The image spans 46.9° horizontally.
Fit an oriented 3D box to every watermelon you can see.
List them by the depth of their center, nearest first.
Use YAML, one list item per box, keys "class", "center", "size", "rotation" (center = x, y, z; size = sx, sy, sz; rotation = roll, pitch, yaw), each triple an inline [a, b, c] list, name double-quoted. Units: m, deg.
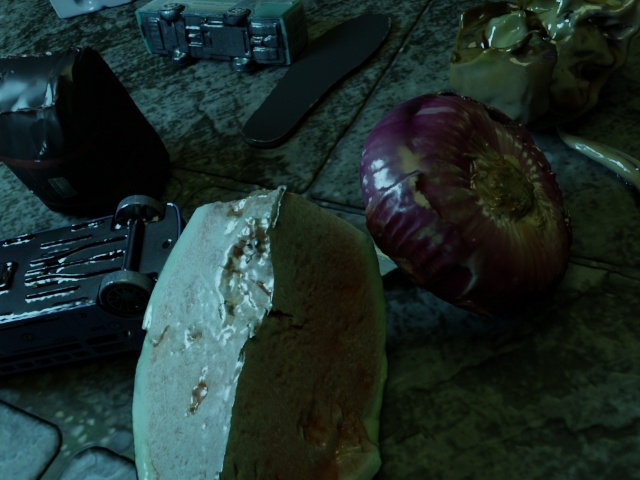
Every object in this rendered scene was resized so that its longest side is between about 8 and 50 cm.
- class: "watermelon"
  center: [-0.055, 0.120, 0.612]
  size: [0.224, 0.180, 0.305]
  rotation: [6, 68, 4]

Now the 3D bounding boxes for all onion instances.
- class: "onion"
  center: [0.124, -0.027, 0.710]
  size: [0.163, 0.230, 0.230]
  rotation: [-28, 31, 47]

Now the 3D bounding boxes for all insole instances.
- class: "insole"
  center: [-0.001, -0.232, 1.036]
  size: [0.110, 0.012, 0.309]
  rotation: [18, 56, 29]

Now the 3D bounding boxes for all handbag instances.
- class: "handbag"
  center: [-0.309, -0.126, 0.896]
  size: [0.169, 0.215, 0.155]
  rotation: [2, 58, 23]

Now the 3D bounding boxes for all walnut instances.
- class: "walnut"
  center: [0.248, -0.211, 0.860]
  size: [0.238, 0.141, 0.204]
  rotation: [-32, 31, -19]

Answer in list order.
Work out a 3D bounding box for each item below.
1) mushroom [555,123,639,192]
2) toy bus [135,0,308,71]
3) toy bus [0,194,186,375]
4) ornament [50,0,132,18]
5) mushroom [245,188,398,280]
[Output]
- class: "mushroom"
  center: [0.316, -0.036, 0.751]
  size: [0.068, 0.043, 0.306]
  rotation: [3, 45, -7]
- class: "toy bus"
  center: [-0.150, -0.319, 1.113]
  size: [0.262, 0.091, 0.109]
  rotation: [13, 43, 25]
- class: "toy bus"
  center: [-0.268, 0.058, 0.768]
  size: [0.292, 0.133, 0.125]
  rotation: [-12, 46, 8]
- class: "ornament"
  center: [-0.389, -0.582, 1.312]
  size: [0.240, 0.239, 0.239]
  rotation: [-11, 47, 7]
- class: "mushroom"
  center: [0.002, -0.002, 0.806]
  size: [0.202, 0.054, 0.059]
  rotation: [24, 64, 26]
